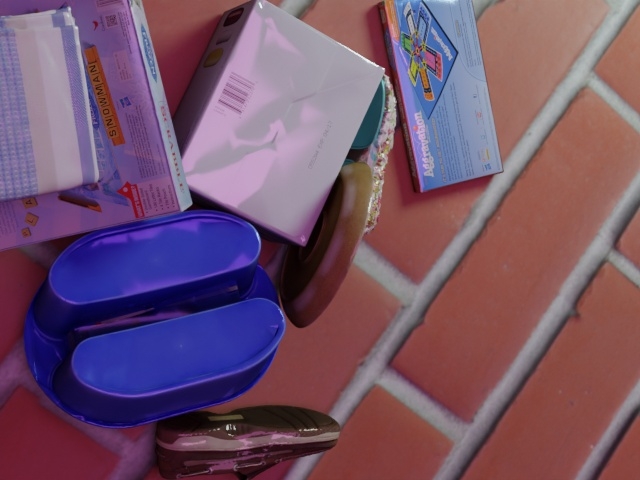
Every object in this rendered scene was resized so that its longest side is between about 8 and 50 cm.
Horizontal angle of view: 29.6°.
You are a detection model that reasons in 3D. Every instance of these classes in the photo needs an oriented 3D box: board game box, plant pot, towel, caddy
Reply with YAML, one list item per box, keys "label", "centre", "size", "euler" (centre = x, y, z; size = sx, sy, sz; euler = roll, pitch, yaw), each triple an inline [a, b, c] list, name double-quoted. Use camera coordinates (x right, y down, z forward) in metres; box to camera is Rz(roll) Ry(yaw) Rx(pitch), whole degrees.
- label: "board game box"
  centre: [-0.348, -0.158, 1.465]
  size: [0.318, 0.066, 0.318]
  euler: [-11, 98, 8]
- label: "plant pot"
  centre: [0.000, 0.000, 1.599]
  size: [0.032, 0.236, 0.236]
  euler: [23, 84, -17]
- label: "towel"
  centre: [-0.390, -0.142, 1.343]
  size: [0.285, 0.034, 0.209]
  euler: [-13, 99, -30]
- label: "board game box"
  centre: [0.178, -0.222, 1.774]
  size: [0.145, 0.027, 0.281]
  euler: [-14, 98, -23]
- label: "caddy"
  centre: [-0.206, 0.103, 1.554]
  size: [0.341, 0.179, 0.241]
  euler: [-12, 75, -19]

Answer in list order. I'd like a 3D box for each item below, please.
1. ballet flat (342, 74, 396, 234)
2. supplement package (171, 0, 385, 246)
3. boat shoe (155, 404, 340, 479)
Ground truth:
- label: "ballet flat"
  centre: [0.063, -0.117, 1.714]
  size: [0.077, 0.091, 0.241]
  euler: [13, 92, -52]
- label: "supplement package"
  centre: [-0.076, -0.153, 1.609]
  size: [0.204, 0.145, 0.262]
  euler: [27, 82, -21]
- label: "boat shoe"
  centre: [-0.101, 0.285, 1.657]
  size: [0.257, 0.095, 0.095]
  euler: [2, 105, -16]
